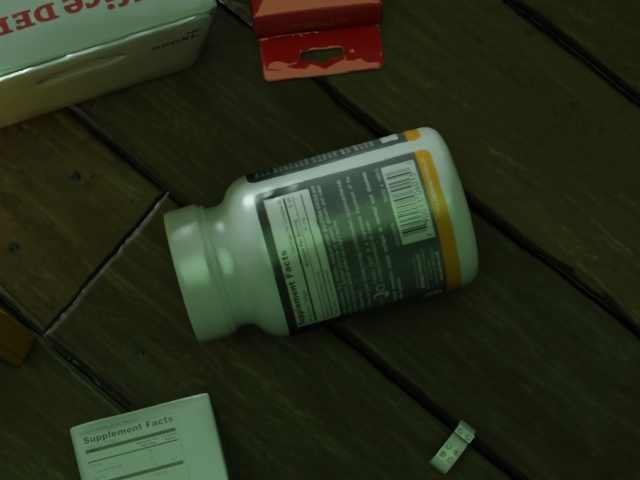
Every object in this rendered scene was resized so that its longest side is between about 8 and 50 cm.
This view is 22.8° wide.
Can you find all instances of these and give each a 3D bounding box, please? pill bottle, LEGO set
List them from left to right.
[{"bbox_3d":[0.000,0.000,1.530,0.278,0.162,0.162,-15,81,-2],"label":"pill bottle"},{"bbox_3d":[0.100,0.282,1.516,0.087,0.093,0.227,38,82,6],"label":"LEGO set"}]

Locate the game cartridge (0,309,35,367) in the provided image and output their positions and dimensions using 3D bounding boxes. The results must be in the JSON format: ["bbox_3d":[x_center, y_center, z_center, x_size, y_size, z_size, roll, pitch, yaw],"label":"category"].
[{"bbox_3d":[-0.432,0.026,1.462,0.323,0.285,0.053,26,81,5],"label":"game cartridge"}]

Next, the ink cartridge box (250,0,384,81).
[{"bbox_3d":[-0.010,-0.288,1.619,0.134,0.078,0.231,-7,81,-1],"label":"ink cartridge box"}]

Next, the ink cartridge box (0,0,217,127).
[{"bbox_3d":[-0.310,-0.327,1.558,0.285,0.166,0.395,-20,81,-16],"label":"ink cartridge box"}]

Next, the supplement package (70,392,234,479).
[{"bbox_3d":[-0.137,0.280,1.494,0.133,0.139,0.244,-14,80,-3],"label":"supplement package"}]
